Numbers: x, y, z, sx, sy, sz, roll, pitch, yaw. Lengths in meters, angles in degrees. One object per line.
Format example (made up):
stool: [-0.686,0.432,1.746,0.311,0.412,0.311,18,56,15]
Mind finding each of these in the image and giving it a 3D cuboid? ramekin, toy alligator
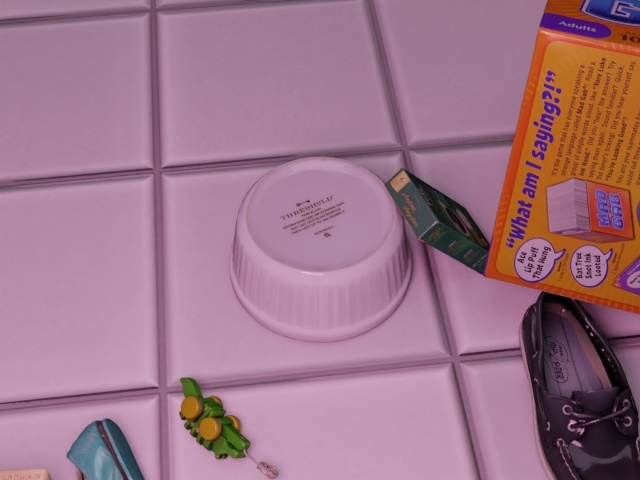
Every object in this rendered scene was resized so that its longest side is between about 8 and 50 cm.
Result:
ramekin: [0.000,0.000,1.422,0.273,0.127,0.273,0,52,0]
toy alligator: [-0.130,0.252,1.277,0.189,0.056,0.051,43,105,27]

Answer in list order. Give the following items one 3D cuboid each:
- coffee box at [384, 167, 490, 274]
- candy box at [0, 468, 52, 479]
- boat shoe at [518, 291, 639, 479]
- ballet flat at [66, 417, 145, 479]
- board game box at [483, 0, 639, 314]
coffee box: [0.174,-0.025,1.418,0.040,0.184,0.113,-42,53,18]
candy box: [-0.407,0.420,1.120,0.183,0.087,0.316,-2,52,-1]
boat shoe: [0.337,0.202,1.270,0.127,0.113,0.340,-4,52,-1]
ballet flat: [-0.235,0.330,1.207,0.087,0.083,0.247,-41,59,1]
board game box: [0.447,-0.144,1.331,0.356,0.356,0.356,14,35,11]
